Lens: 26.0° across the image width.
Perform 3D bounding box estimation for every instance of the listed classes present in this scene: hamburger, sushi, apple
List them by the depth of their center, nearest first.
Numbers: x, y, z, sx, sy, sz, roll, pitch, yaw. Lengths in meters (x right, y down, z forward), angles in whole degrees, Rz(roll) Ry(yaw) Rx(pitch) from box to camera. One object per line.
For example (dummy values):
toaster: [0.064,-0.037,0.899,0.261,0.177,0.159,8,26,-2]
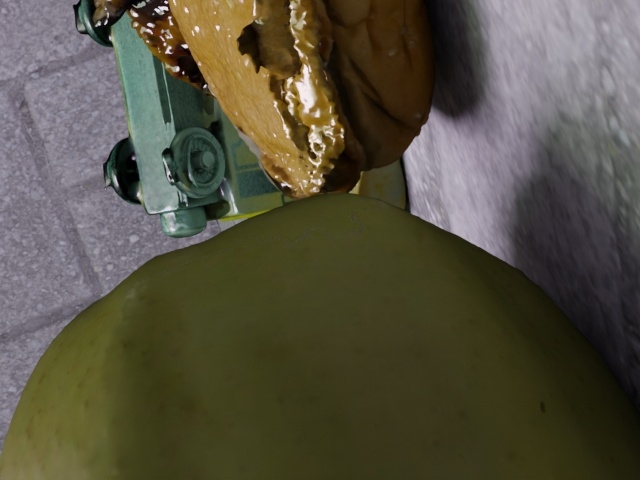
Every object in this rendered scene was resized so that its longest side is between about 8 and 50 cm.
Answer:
apple: [0.005,0.209,0.867,0.473,0.473,0.473,159,90,-82]
hamburger: [-0.018,-0.177,0.984,0.318,0.158,0.318,159,90,-81]
sushi: [-0.129,-0.264,1.468,0.213,0.204,0.200,-49,24,43]

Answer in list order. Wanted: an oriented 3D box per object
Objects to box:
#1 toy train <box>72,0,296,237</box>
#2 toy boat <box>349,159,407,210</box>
toy train: [-0.153,-0.193,1.680,0.150,0.237,0.369,-7,93,46]
toy boat: [0.040,-0.053,1.264,0.066,0.065,0.172,46,154,37]
